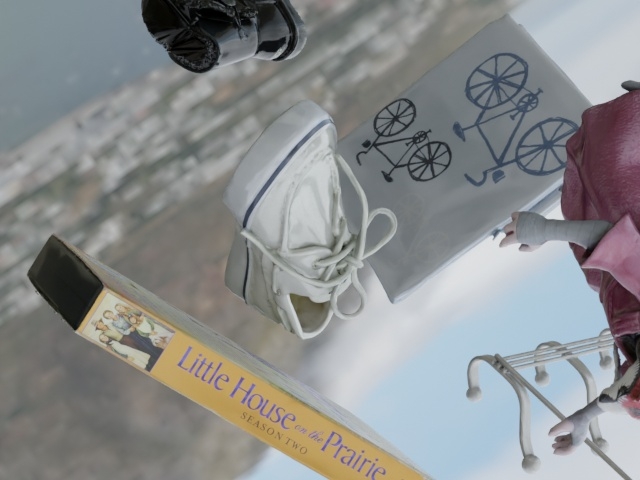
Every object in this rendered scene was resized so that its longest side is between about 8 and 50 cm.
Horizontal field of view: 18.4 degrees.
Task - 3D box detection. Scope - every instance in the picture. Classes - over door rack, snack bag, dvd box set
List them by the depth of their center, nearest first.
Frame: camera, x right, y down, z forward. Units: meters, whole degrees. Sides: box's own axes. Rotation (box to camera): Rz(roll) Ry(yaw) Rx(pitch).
[{"bbox_3d":[-0.100,0.144,2.095,0.062,0.420,0.307,-58,-159,-1],"label":"dvd box set"},{"bbox_3d":[0.346,0.208,2.160,0.239,0.108,0.324,-10,-152,-39],"label":"over door rack"},{"bbox_3d":[0.167,-0.097,2.404,0.342,0.037,0.323,-37,-138,3],"label":"snack bag"}]

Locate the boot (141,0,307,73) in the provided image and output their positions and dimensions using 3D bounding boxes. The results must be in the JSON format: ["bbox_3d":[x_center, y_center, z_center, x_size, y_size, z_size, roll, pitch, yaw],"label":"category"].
[{"bbox_3d":[-0.146,-0.314,2.432,0.094,0.246,0.207,-44,162,31],"label":"boot"}]

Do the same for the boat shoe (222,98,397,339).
[{"bbox_3d":[-0.006,0.006,1.932,0.136,0.156,0.367,-42,165,-24],"label":"boat shoe"}]

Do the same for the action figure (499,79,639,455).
[{"bbox_3d":[0.317,0.040,1.835,0.275,0.248,0.370,-11,-138,8],"label":"action figure"}]
